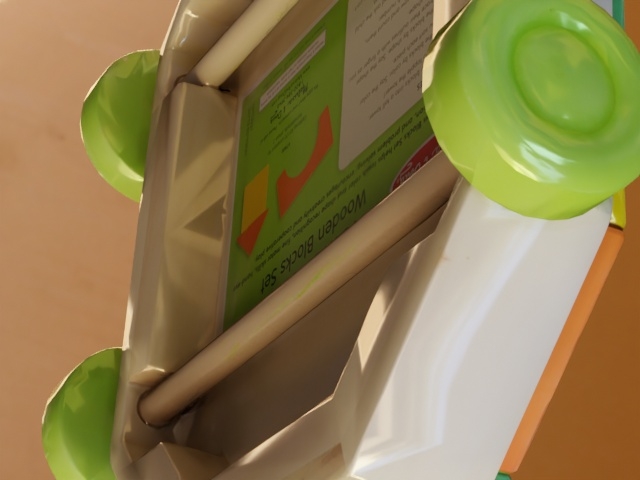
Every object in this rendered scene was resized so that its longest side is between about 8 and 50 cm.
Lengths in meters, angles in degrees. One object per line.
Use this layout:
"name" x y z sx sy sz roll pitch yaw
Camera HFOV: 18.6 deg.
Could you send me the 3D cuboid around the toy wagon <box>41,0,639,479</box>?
"toy wagon" 0.000 0.000 0.551 0.267 0.068 0.344 -40 -140 53
